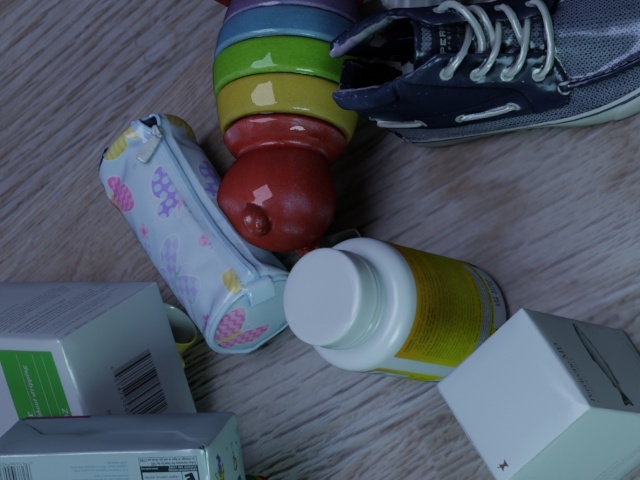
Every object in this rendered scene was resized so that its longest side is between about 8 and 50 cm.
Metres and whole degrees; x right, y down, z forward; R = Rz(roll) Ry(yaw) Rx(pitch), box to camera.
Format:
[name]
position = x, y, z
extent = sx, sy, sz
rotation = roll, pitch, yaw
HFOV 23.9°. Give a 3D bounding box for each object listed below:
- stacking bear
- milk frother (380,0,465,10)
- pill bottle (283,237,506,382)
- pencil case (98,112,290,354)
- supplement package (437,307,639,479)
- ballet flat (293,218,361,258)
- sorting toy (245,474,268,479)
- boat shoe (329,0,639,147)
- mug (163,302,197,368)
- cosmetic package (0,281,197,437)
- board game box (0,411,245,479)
[stacking bear]
position = -0.036, -0.128, 1.471
extent = 0.164, 0.175, 0.289
rotation = -8, 69, 30
[milk frother]
position = 0.134, -0.296, 1.444
extent = 0.143, 0.129, 0.135
rotation = 9, 125, 12
[pill bottle]
position = 0.065, 0.063, 1.346
extent = 0.117, 0.215, 0.117
rotation = -8, 76, 37
[pencil case]
position = -0.125, -0.010, 1.575
extent = 0.273, 0.113, 0.124
rotation = 55, 140, 31
[supplement package]
position = 0.202, 0.135, 1.246
extent = 0.105, 0.179, 0.105
rotation = -45, 58, 23
[ballet flat]
position = 0.000, 0.000, 1.517
extent = 0.068, 0.072, 0.213
rotation = -37, 57, -5
[sorting toy]
position = -0.144, 0.324, 1.568
extent = 0.274, 0.046, 0.132
rotation = -17, 72, 39
[boat shoe]
position = 0.166, -0.164, 1.345
extent = 0.340, 0.158, 0.127
rotation = -17, 71, 35
[mug]
position = -0.176, 0.114, 1.625
extent = 0.064, 0.062, 0.078
rotation = -53, 15, 28
[cosmetic package]
position = -0.321, 0.157, 1.629
extent = 0.365, 0.155, 0.197
rotation = -4, 110, 40
[board game box]
position = -0.178, 0.322, 1.443
extent = 0.224, 0.097, 0.303
rotation = -3, 105, 14
